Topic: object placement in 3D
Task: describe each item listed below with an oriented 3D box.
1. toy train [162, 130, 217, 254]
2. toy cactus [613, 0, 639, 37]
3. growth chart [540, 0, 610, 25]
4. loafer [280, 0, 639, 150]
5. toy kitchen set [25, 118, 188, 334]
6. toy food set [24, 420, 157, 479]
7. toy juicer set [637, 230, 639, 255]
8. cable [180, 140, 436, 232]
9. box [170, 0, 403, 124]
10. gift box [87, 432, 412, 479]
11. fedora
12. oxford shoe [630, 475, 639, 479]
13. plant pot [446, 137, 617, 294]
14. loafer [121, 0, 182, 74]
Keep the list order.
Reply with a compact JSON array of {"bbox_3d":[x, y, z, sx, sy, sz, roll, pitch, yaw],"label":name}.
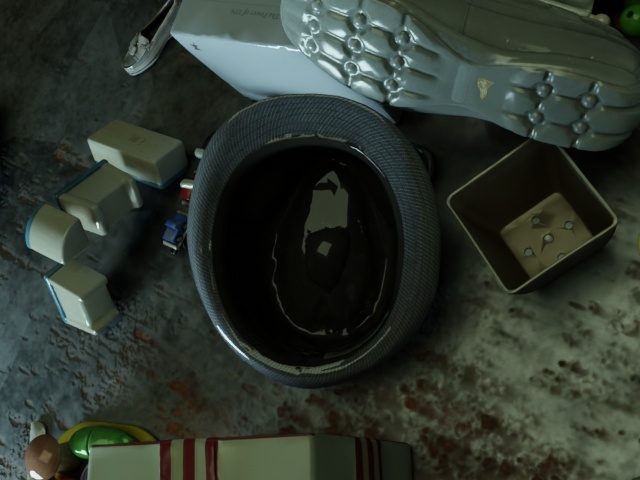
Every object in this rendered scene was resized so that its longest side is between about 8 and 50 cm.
[{"bbox_3d":[-0.149,-0.058,0.941,0.027,0.036,0.158,20,85,30],"label":"toy train"},{"bbox_3d":[0.358,-0.197,0.703,0.180,0.112,0.219,-10,67,4],"label":"toy cactus"},{"bbox_3d":[0.232,-0.300,0.671,0.172,0.021,0.237,34,127,23],"label":"growth chart"},{"bbox_3d":[0.123,-0.169,0.682,0.319,0.112,0.111,21,48,6],"label":"loafer"},{"bbox_3d":[-0.265,-0.019,0.977,0.122,0.166,0.207,21,49,30],"label":"toy kitchen set"},{"bbox_3d":[-0.280,0.268,0.889,0.217,0.071,0.128,-3,74,27],"label":"toy food set"},{"bbox_3d":[0.421,0.057,0.584,0.328,0.089,0.209,-8,71,25],"label":"toy juicer set"},{"bbox_3d":[-0.021,-0.042,0.851,0.287,0.072,0.140,-2,79,26],"label":"cable"},{"bbox_3d":[0.019,-0.330,0.862,0.215,0.168,0.346,15,82,30],"label":"box"},{"bbox_3d":[-0.069,0.301,0.661,0.255,0.276,0.258,-12,71,29],"label":"gift box"},{"bbox_3d":[0.000,0.000,0.773,0.243,0.124,0.276,-5,94,13],"label":"fedora"},{"bbox_3d":[0.381,0.290,0.483,0.449,0.130,0.169,17,113,33],"label":"oxford shoe"},{"bbox_3d":[0.199,-0.014,0.715,0.109,0.096,0.109,-36,62,14],"label":"plant pot"},{"bbox_3d":[-0.223,-0.275,1.043,0.125,0.039,0.045,-42,61,10],"label":"loafer"}]
